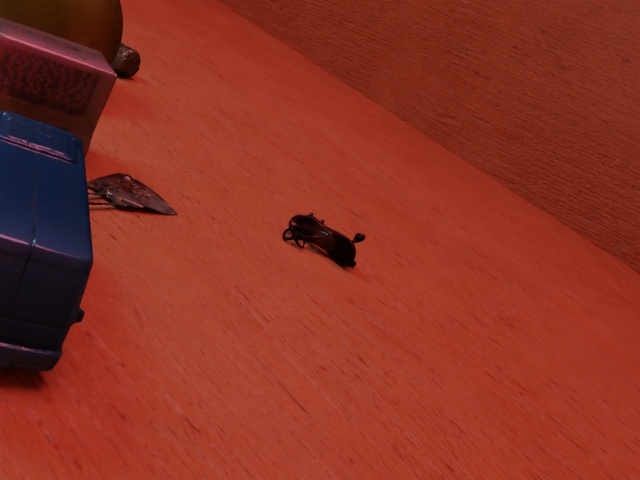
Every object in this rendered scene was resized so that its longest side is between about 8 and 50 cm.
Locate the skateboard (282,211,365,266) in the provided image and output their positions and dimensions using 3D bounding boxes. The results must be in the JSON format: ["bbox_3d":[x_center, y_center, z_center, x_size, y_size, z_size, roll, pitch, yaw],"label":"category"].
[{"bbox_3d":[0.000,0.000,1.520,0.151,0.067,0.080,26,29,19],"label":"skateboard"}]

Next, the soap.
[{"bbox_3d":[-0.470,-0.247,1.377,0.200,0.182,0.138,15,22,-29],"label":"soap"}]

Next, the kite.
[{"bbox_3d":[-0.347,-0.077,1.343,0.141,0.015,0.245,32,20,25],"label":"kite"}]

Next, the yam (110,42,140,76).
[{"bbox_3d":[-0.524,-0.465,2.023,0.179,0.078,0.078,32,21,18],"label":"yam"}]

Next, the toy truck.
[{"bbox_3d":[-0.355,-0.012,0.953,0.161,0.162,0.385,18,21,-25],"label":"toy truck"}]

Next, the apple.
[{"bbox_3d":[-0.553,-0.459,1.710,0.292,0.254,0.292,21,25,-10],"label":"apple"}]
